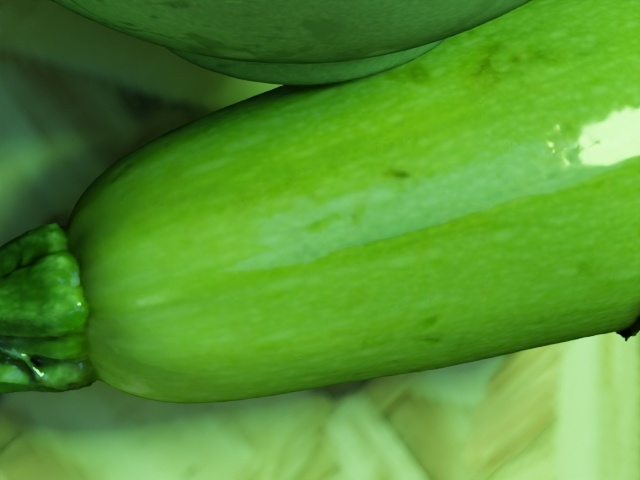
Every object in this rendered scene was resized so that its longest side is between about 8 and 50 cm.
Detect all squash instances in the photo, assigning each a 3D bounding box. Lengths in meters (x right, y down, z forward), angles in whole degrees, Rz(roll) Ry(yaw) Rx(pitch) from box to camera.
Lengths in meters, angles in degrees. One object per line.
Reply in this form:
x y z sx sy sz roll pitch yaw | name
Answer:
0.008 0.002 0.630 0.287 0.137 0.137 -19 94 -24 | squash

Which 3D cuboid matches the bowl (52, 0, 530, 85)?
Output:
-0.006 -0.138 0.600 0.313 0.313 0.146 -24 138 -25 | bowl
